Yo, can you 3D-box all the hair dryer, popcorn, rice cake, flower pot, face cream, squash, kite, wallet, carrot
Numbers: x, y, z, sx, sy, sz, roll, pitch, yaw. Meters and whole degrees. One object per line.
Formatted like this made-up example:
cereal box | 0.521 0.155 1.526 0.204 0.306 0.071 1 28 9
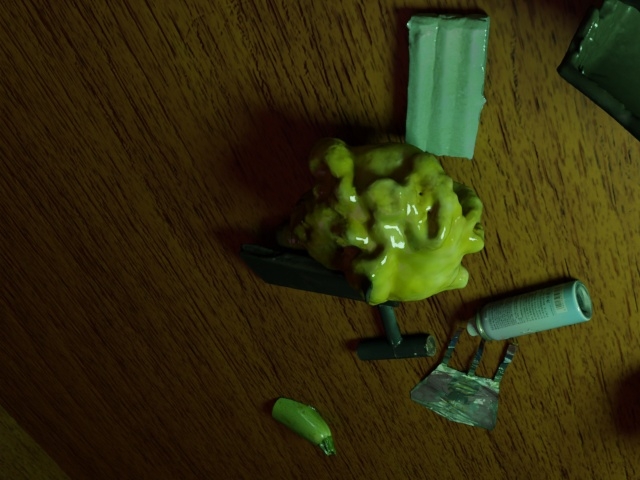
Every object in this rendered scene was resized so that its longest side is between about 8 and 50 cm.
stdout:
hair dryer | 0.126 0.171 1.539 0.173 0.050 0.195 -12 121 33
popcorn | 0.104 -0.012 1.205 0.315 0.281 0.297 13 135 9
rice cake | 0.189 -0.230 1.120 0.127 0.043 0.237 10 135 16
flower pot | 0.435 -0.245 0.827 0.251 0.379 0.380 31 141 26
face cream | 0.374 0.135 1.361 0.229 0.075 0.075 -20 121 38
squash | -0.025 0.468 1.871 0.200 0.075 0.090 29 122 29
kite | 0.317 0.296 1.582 0.204 0.022 0.361 20 140 7
wallet | -0.006 0.068 1.451 0.309 0.042 0.165 10 158 27
carrot | 0.000 0.000 1.421 0.186 0.060 0.060 9 134 15
